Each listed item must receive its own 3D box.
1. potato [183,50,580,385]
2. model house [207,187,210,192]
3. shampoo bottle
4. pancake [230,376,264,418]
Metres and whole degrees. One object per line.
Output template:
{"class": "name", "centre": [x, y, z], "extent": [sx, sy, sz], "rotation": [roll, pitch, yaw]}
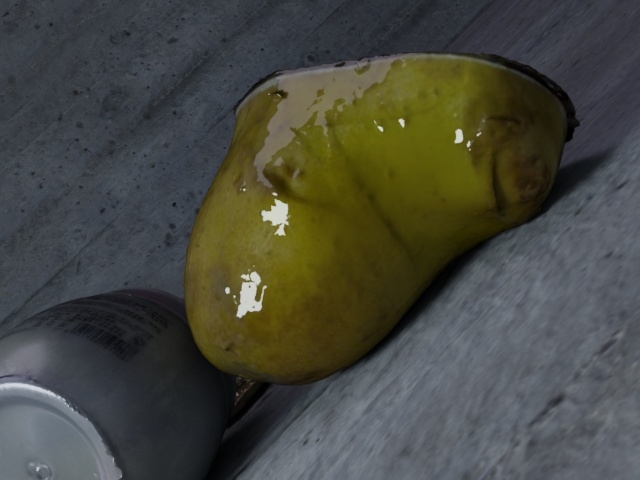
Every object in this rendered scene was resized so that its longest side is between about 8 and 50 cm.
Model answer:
{"class": "potato", "centre": [0.044, 0.011, 0.861], "extent": [0.397, 0.290, 0.295], "rotation": [4, 69, 28]}
{"class": "model house", "centre": [-0.141, 0.014, 1.791], "extent": [0.280, 0.230, 0.248], "rotation": [-56, -10, -68]}
{"class": "shampoo bottle", "centre": [-0.243, 0.197, 0.946], "extent": [0.273, 0.273, 0.266], "rotation": [-40, -1, 25]}
{"class": "pancake", "centre": [-0.108, 0.202, 1.148], "extent": [0.152, 0.025, 0.151], "rotation": [-42, 9, 8]}
